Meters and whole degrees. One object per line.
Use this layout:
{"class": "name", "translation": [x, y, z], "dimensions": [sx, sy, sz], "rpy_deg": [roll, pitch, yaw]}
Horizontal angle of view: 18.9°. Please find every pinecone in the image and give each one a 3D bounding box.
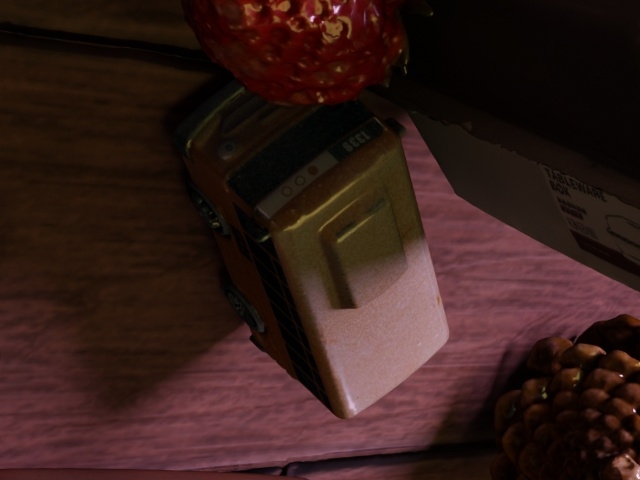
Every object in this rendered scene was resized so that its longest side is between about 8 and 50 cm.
{"class": "pinecone", "translation": [0.221, 0.140, 1.282], "dimensions": [0.212, 0.168, 0.185], "rpy_deg": [6, 114, -47]}

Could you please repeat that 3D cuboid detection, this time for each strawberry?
{"class": "strawberry", "translation": [-0.019, -0.127, 0.826], "dimensions": [0.148, 0.131, 0.131], "rpy_deg": [18, 112, -26]}

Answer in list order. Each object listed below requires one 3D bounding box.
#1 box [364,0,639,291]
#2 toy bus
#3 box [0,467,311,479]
{"class": "box", "translation": [0.163, -0.098, 0.898], "dimensions": [0.220, 0.290, 0.166], "rpy_deg": [-35, 121, -16]}
{"class": "toy bus", "translation": [0.000, 0.000, 0.974], "dimensions": [0.091, 0.103, 0.182], "rpy_deg": [-37, 143, -15]}
{"class": "box", "translation": [-0.076, 0.276, 1.054], "dimensions": [0.339, 0.229, 0.239], "rpy_deg": [10, 117, -50]}
